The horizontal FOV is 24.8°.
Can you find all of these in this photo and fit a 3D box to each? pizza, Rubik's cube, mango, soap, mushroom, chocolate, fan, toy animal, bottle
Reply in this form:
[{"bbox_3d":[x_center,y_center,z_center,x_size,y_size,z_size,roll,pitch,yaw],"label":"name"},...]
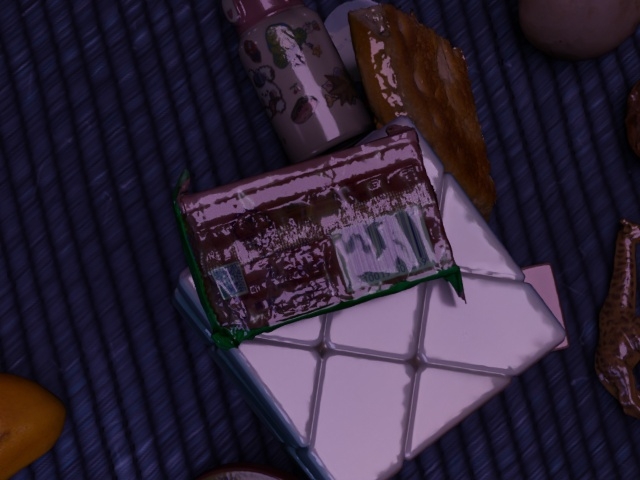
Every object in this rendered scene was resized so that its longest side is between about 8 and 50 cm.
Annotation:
[{"bbox_3d":[0.132,-0.167,1.827,0.086,0.226,0.335,-18,120,30],"label":"pizza"},{"bbox_3d":[0.041,0.088,1.700,0.319,0.316,0.322,-37,88,-10],"label":"Rubik's cube"},{"bbox_3d":[-0.410,0.229,1.730,0.219,0.112,0.145,-18,86,-21],"label":"mango"},{"bbox_3d":[0.000,0.000,1.496,0.273,0.098,0.218,-17,86,-9],"label":"soap"},{"bbox_3d":[0.319,-0.333,1.859,0.209,0.206,0.206,20,81,17],"label":"mushroom"},{"bbox_3d":[0.457,-0.158,1.881,0.124,0.127,0.133,-1,74,9],"label":"chocolate"},{"bbox_3d":[0.072,-0.235,1.895,0.113,0.005,0.175,-33,87,-11],"label":"fan"},{"bbox_3d":[0.410,0.111,1.875,0.149,0.054,0.275,-23,78,5],"label":"toy animal"},{"bbox_3d":[-0.038,-0.225,1.824,0.120,0.120,0.253,-27,87,-10],"label":"bottle"}]

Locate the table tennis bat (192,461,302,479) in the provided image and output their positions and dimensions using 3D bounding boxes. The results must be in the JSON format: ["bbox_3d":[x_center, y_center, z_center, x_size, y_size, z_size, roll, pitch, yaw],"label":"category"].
[{"bbox_3d":[-0.036,0.386,1.748,0.310,0.038,0.200,31,111,7],"label":"table tennis bat"}]

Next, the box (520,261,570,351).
[{"bbox_3d":[0.288,0.087,1.879,0.048,0.025,0.115,-12,85,-4],"label":"box"}]
